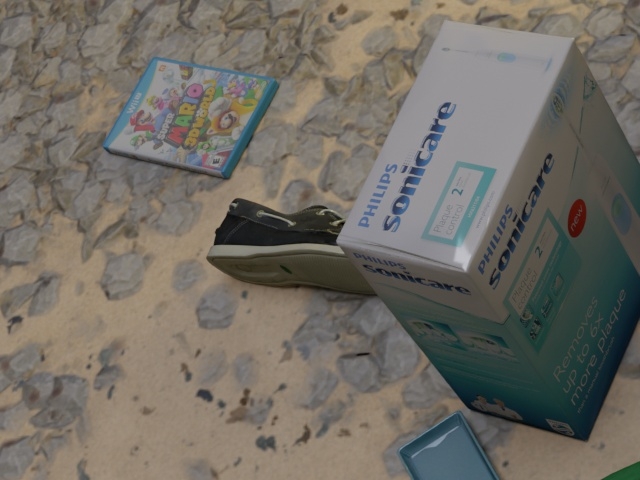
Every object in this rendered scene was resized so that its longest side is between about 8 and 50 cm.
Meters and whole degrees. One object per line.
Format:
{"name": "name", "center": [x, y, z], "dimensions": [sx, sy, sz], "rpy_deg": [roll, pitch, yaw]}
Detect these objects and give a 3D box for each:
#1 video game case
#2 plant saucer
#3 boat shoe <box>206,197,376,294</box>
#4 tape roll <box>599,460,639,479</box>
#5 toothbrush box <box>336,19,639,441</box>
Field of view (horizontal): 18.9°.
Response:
{"name": "video game case", "center": [-0.136, -0.129, 2.000], "dimensions": [0.166, 0.015, 0.119], "rpy_deg": [13, 67, 35]}
{"name": "plant saucer", "center": [0.131, 0.230, 1.607], "dimensions": [0.067, 0.018, 0.192], "rpy_deg": [-33, 48, 5]}
{"name": "boat shoe", "center": [0.000, 0.000, 1.792], "dimensions": [0.233, 0.084, 0.079], "rpy_deg": [6, 63, 35]}
{"name": "tape roll", "center": [0.247, 0.298, 1.388], "dimensions": [0.321, 0.077, 0.321], "rpy_deg": [-31, 31, 20]}
{"name": "toothbrush box", "center": [0.160, -0.004, 1.566], "dimensions": [0.126, 0.295, 0.216], "rpy_deg": [12, 65, 35]}
